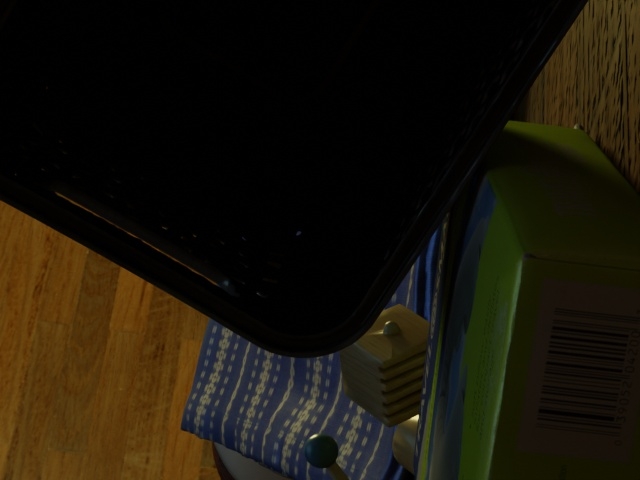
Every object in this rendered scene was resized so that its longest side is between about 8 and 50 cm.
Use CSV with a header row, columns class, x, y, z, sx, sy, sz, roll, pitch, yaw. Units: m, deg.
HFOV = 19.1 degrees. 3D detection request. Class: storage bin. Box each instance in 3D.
class,x,y,z,sx,sy,sz,roll,pitch,yaw
storage bin,-0.001,-0.078,0.485,0.180,0.122,0.084,-58,8,17

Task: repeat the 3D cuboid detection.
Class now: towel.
class,x,y,z,sx,sy,sz,roll,pitch,yaw
towel,0.000,0.000,0.917,0.336,0.040,0.243,-173,90,-70

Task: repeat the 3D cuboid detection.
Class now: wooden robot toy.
class,x,y,z,sx,sy,sz,roll,pitch,yaw
wooden robot toy,0.040,0.114,0.661,0.079,0.076,0.173,30,119,50

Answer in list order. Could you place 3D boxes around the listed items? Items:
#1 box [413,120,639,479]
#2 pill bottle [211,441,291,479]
class,x,y,z,sx,sy,sz,roll,pitch,yaw
box,0.052,0.033,0.479,0.178,0.042,0.109,-91,8,-77
pill bottle,-0.009,0.113,1.182,0.216,0.121,0.121,102,175,-77
